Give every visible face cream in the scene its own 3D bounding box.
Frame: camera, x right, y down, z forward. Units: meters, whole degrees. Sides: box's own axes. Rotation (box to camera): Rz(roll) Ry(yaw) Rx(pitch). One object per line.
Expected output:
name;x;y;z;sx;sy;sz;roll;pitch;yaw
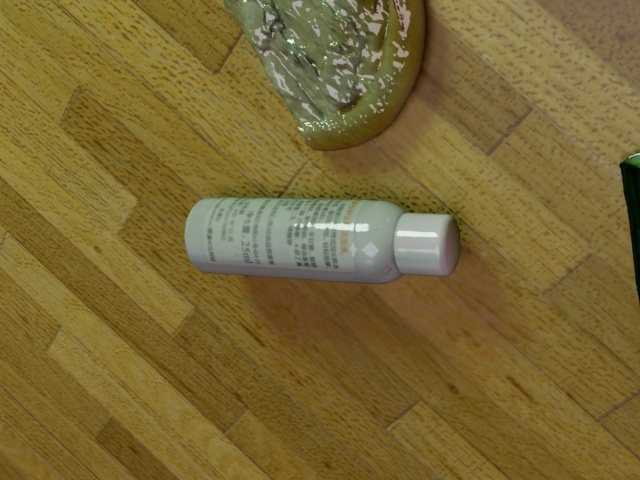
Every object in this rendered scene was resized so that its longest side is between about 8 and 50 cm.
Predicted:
face cream;0.000;0.000;0.754;0.269;0.082;0.082;4;114;26

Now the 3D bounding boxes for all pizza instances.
pizza;-0.012;-0.210;0.690;0.181;0.034;0.262;-38;93;35

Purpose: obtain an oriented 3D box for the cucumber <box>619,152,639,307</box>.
cucumber;0.311;0.035;0.628;0.115;0.063;0.243;-6;111;29
